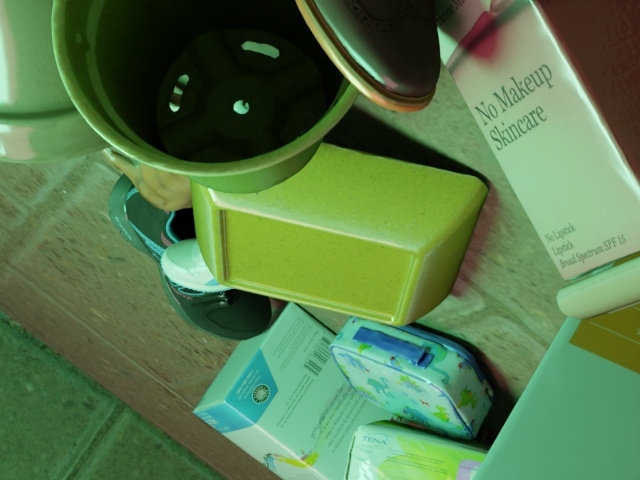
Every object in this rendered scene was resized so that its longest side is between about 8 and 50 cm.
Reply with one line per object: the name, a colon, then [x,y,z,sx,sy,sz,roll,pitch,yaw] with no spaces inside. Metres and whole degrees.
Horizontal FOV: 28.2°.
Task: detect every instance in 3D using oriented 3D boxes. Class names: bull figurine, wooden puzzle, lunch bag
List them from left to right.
bull figurine: [-0.180,-0.123,1.572,0.188,0.101,0.310,44,152,-5]
lunch bag: [0.129,0.185,1.786,0.219,0.090,0.176,17,154,37]
wooden puzzle: [0.311,-0.002,0.881,0.221,0.239,0.044,143,114,-67]

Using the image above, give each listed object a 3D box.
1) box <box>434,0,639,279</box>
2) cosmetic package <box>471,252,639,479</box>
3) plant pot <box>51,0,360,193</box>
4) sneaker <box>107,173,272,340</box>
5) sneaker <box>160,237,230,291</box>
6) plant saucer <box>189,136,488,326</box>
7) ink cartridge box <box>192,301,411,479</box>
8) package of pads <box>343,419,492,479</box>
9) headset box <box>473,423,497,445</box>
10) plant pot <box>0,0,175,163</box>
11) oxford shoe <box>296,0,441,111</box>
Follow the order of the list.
box: [0.194,-0.110,0.893,0.232,0.127,0.148,61,159,3]
cosmetic package: [0.277,0.234,1.170,0.230,0.453,0.161,24,157,24]
plant pot: [-0.085,-0.160,1.180,0.276,0.276,0.254,32,170,8]
sneaker: [-0.168,0.037,1.861,0.139,0.125,0.341,7,147,47]
sneaker: [-0.106,0.012,1.712,0.229,0.087,0.092,-2,134,11]
plant saucer: [0.000,0.000,1.458,0.333,0.081,0.333,14,156,4]
ink cartridge box: [-0.022,0.267,2.034,0.270,0.198,0.197,39,158,-9]
package of pads: [0.195,0.334,1.810,0.296,0.101,0.229,11,177,14]
headset box: [0.239,0.306,1.962,0.062,0.032,0.083,11,148,45]
plant pot: [-0.295,-0.246,1.323,0.263,0.263,0.229,23,139,28]
oxford shoe: [0.034,-0.222,0.885,0.098,0.097,0.271,-36,66,54]
